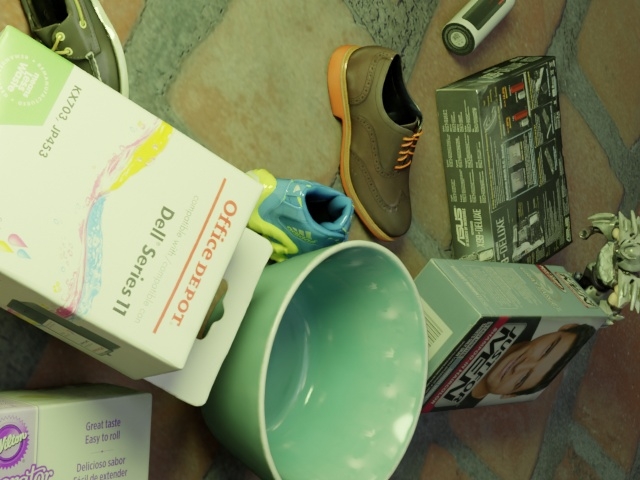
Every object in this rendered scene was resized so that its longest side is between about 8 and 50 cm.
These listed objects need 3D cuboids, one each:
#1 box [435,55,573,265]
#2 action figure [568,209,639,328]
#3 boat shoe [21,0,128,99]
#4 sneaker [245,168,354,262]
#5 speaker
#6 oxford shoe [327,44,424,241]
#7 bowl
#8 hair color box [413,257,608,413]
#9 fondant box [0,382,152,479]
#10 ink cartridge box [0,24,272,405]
[{"bbox_3d":[0.282,-0.104,1.963,0.242,0.076,0.308,-28,115,-48],"label":"box"},{"bbox_3d":[0.426,0.063,2.017,0.285,0.099,0.185,120,-9,-63],"label":"action figure"},{"bbox_3d":[-0.250,-0.214,1.260,0.068,0.081,0.228,-29,109,-44],"label":"boat shoe"},{"bbox_3d":[0.000,0.000,1.564,0.240,0.126,0.091,41,62,-46],"label":"sneaker"},{"bbox_3d":[0.230,-0.324,1.892,0.136,0.055,0.055,-47,128,-39],"label":"speaker"},{"bbox_3d":[0.085,-0.119,1.684,0.097,0.098,0.271,-40,124,-43],"label":"oxford shoe"},{"bbox_3d":[-0.027,0.150,1.512,0.311,0.163,0.312,-8,101,-51],"label":"bowl"},{"bbox_3d":[0.233,0.133,1.825,0.374,0.113,0.185,4,130,-53],"label":"hair color box"},{"bbox_3d":[-0.284,0.312,1.253,0.238,0.096,0.330,1,92,-52],"label":"fondant box"},{"bbox_3d":[-0.194,-0.010,1.204,0.353,0.119,0.207,32,66,-21],"label":"ink cartridge box"}]
